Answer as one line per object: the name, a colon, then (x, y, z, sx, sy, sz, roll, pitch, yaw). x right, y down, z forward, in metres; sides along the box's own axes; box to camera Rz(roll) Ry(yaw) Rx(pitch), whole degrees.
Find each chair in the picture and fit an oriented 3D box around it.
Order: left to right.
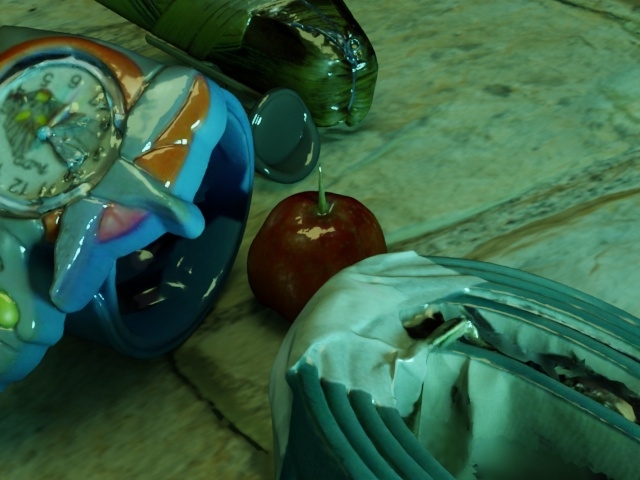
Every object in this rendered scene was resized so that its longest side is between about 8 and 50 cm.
chair: (-0.101, -0.140, 1.325, 0.222, 0.095, 0.104, 28, 51, 32)

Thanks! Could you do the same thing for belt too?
belt: (0.149, 0.173, 0.819, 0.300, 0.173, 0.436, -19, 37, -39)

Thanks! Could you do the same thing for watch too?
watch: (-0.177, 0.000, 1.039, 0.241, 0.274, 0.305, 20, 84, 21)

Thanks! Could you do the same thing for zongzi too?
zongzi: (-0.109, -0.228, 1.388, 0.300, 0.138, 0.286, -2, 37, -18)

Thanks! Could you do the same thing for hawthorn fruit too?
hawthorn fruit: (0.000, 0.016, 1.099, 0.125, 0.140, 0.125, 5, 67, -12)
